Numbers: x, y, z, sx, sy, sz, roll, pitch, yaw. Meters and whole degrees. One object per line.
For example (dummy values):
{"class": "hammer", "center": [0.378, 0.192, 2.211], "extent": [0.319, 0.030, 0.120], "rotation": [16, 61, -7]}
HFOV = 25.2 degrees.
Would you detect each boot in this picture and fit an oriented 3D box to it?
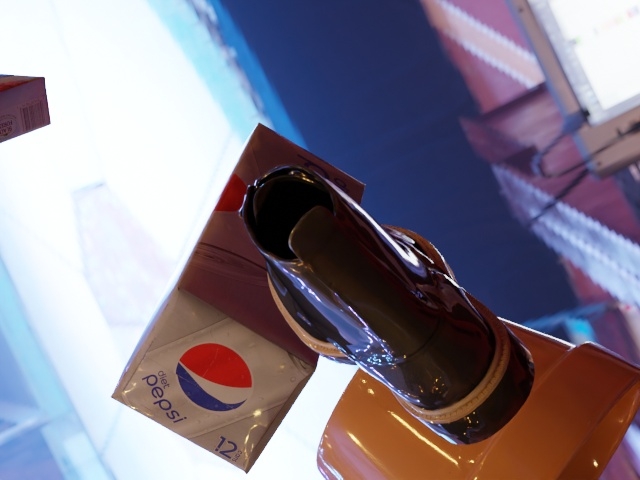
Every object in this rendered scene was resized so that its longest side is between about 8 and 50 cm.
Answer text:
{"class": "boot", "center": [0.000, 0.000, 0.640], "extent": [0.137, 0.077, 0.198], "rotation": [42, 172, -32]}

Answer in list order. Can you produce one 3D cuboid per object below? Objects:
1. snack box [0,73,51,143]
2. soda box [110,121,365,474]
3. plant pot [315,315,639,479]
{"class": "snack box", "center": [-0.257, -0.075, 0.911], "extent": [0.100, 0.141, 0.037], "rotation": [7, 112, 32]}
{"class": "soda box", "center": [-0.045, 0.025, 0.946], "extent": [0.098, 0.286, 0.091], "rotation": [30, 115, -6]}
{"class": "plant pot", "center": [0.133, 0.187, 1.295], "extent": [0.203, 0.291, 0.291], "rotation": [33, 147, 19]}
